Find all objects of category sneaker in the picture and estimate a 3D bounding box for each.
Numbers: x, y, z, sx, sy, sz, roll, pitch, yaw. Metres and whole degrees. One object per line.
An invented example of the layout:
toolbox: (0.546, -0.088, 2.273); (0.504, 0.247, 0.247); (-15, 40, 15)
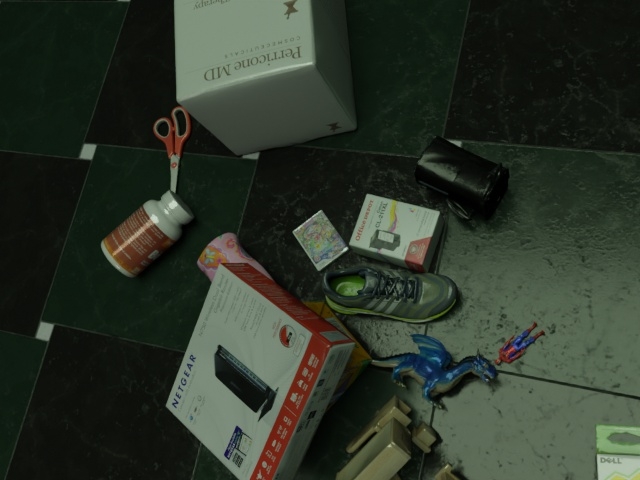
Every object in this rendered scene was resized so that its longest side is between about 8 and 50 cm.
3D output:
sneaker: (0.138, 0.109, 1.522); (0.299, 0.121, 0.111); (-2, 72, 19)

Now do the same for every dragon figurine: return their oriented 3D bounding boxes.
dragon figurine: (0.214, 0.244, 1.470); (0.289, 0.085, 0.144); (26, 82, 29)

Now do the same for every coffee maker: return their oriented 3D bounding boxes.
coffee maker: (0.300, -0.147, 1.523); (0.178, 0.171, 0.120); (29, 57, 23)

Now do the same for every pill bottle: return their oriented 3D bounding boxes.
pill bottle: (-0.419, -0.020, 1.763); (0.216, 0.121, 0.121); (-40, 64, 3)

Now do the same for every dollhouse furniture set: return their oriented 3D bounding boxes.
dollhouse furniture set: (0.211, 0.514, 1.346); (0.355, 0.303, 0.174); (41, 103, -3)

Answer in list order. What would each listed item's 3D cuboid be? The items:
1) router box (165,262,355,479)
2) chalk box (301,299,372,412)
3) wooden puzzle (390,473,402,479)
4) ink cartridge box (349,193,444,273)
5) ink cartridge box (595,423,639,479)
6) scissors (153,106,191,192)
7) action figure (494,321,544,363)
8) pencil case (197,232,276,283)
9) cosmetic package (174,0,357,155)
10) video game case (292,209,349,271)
router box: (-0.125, 0.258, 1.361); (0.301, 0.082, 0.336); (32, 108, 33)
chalk box: (-0.072, 0.287, 1.482); (0.180, 0.179, 0.289); (49, 116, 26)
wooden puzzle: (0.117, 0.569, 1.358); (0.239, 0.220, 0.044); (49, 137, 28)
ink cartridge box: (0.167, -0.016, 1.581); (0.175, 0.072, 0.128); (15, 79, 23)
ink cartridge box: (0.557, 0.438, 1.298); (0.108, 0.062, 0.210); (-2, 71, 20)
scissors: (-0.369, -0.213, 1.864); (0.108, 0.021, 0.297); (-19, 66, 11)
action figure: (0.397, 0.211, 1.451); (0.115, 0.030, 0.038); (-42, 69, 5)
pencil case: (-0.158, 0.113, 1.633); (0.124, 0.124, 0.284); (-45, 65, 1)
cosmetic package: (-0.124, -0.462, 1.691); (0.329, 0.327, 0.394); (-11, 70, 16)
video game case: (0.000, 0.000, 1.669); (0.087, 0.011, 0.122); (-37, 65, 5)
